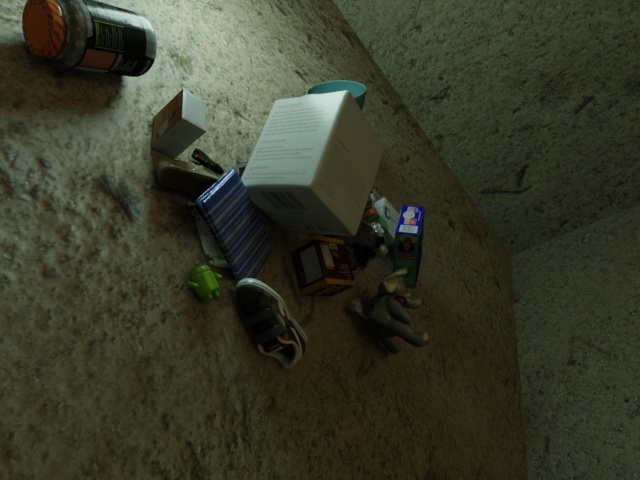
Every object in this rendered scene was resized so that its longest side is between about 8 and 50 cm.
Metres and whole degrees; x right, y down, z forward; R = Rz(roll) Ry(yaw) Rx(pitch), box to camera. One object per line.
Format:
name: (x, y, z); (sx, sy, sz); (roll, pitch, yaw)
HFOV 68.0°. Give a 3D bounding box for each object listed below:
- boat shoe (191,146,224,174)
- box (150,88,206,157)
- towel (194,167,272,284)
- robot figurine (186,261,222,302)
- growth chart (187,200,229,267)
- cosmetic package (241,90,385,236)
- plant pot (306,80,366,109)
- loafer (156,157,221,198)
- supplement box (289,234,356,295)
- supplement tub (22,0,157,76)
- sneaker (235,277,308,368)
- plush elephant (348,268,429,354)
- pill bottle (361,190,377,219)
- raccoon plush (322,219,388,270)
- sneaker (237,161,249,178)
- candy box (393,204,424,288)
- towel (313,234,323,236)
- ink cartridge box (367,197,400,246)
boat shoe: (-0.386, -0.264, 1.627); (0.133, 0.049, 0.042); (41, 66, -40)
box: (-0.447, -0.367, 1.500); (0.091, 0.170, 0.130); (25, 47, -43)
towel: (-0.269, -0.038, 1.534); (0.336, 0.040, 0.243); (68, 30, -28)
robot figurine: (-0.339, 0.121, 1.385); (0.101, 0.067, 0.115); (-21, 83, -45)
growth chart: (-0.332, -0.017, 1.539); (0.172, 0.021, 0.237); (-6, 72, -56)
cosmetic package: (-0.020, -0.266, 1.701); (0.327, 0.329, 0.393); (43, 60, -47)
plant pot: (0.084, -0.661, 2.382); (0.290, 0.290, 0.195); (-67, 158, -50)
loafer: (-0.399, -0.199, 1.505); (0.268, 0.102, 0.092); (22, 29, -52)
supplement box: (0.011, 0.101, 1.817); (0.191, 0.129, 0.194); (10, 58, -51)
supplement tub: (-0.651, -0.583, 1.359); (0.316, 0.193, 0.193); (-18, 81, -57)
sneaker: (-0.155, 0.263, 1.478); (0.321, 0.126, 0.127); (51, 29, -19)
plush elephant: (0.303, 0.273, 1.962); (0.330, 0.272, 0.255); (36, 62, 3)
pill bottle: (0.184, -0.224, 2.287); (0.130, 0.130, 0.245); (-17, 80, -56)
raccoon plush: (0.121, -0.075, 2.041); (0.446, 0.216, 0.299); (52, 20, -9)
sneaker: (-0.206, -0.220, 1.812); (0.283, 0.107, 0.124); (-2, 88, -54)
candy box: (0.430, 0.029, 2.311); (0.268, 0.122, 0.317); (-63, 153, -53)
towel: (0.000, 0.000, 1.986); (0.083, 0.009, 0.060); (28, 45, -41)
ink cartridge box: (0.323, -0.093, 2.417); (0.154, 0.093, 0.212); (47, 35, -20)
